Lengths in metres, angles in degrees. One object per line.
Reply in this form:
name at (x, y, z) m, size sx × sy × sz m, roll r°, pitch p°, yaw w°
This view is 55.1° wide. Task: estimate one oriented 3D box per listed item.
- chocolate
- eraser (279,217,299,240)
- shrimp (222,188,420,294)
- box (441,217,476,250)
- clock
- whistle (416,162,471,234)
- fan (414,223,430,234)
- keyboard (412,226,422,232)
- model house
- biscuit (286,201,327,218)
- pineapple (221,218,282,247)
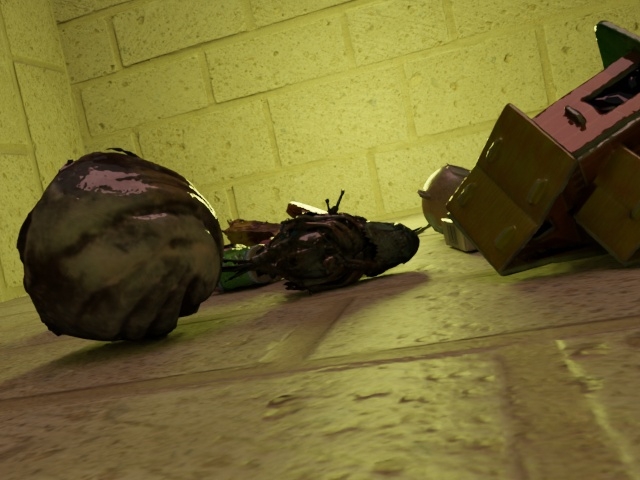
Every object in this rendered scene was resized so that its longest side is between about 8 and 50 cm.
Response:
chocolate at (-0.250, 0.025, 0.906) m, size 0.213 × 0.303 × 0.303 m, roll 14°, pitch 13°, yaw 23°
eraser at (-0.022, 0.008, 1.332) m, size 0.042 × 0.144 × 0.312 m, roll -56°, pitch 6°, yaw 1°
shrimp at (0.002, 0.000, 1.048) m, size 0.372 × 0.172 × 0.137 m, roll -5°, pitch 5°, yaw -28°
box at (0.430, -0.046, 1.222) m, size 0.344 × 0.065 × 0.200 m, roll -11°, pitch 3°, yaw 1°
clock at (-0.179, 0.055, 1.375) m, size 0.196 × 0.100 × 0.194 m, roll -11°, pitch 4°, yaw 34°
whistle at (0.392, -0.087, 1.548) m, size 0.348 × 0.189 × 0.189 m, roll 6°, pitch -3°, yaw -20°
fan at (0.400, -0.100, 1.716) m, size 0.335 × 0.011 × 0.230 m, roll -34°, pitch -27°, yaw 23°
keyboard at (0.260, -0.019, 1.834) m, size 0.060 × 0.018 × 0.195 m, roll -13°, pitch 2°, yaw 23°
model house at (0.371, -0.035, 0.823) m, size 0.324 × 0.340 × 0.300 m, roll -34°, pitch 42°, yaw 7°
biscuit at (0.038, -0.019, 1.377) m, size 0.262 × 0.052 × 0.277 m, roll 19°, pitch 7°, yaw 0°
pineapple at (-0.147, 0.021, 1.643) m, size 0.233 × 0.135 × 0.079 m, roll 10°, pitch 39°, yaw 16°
